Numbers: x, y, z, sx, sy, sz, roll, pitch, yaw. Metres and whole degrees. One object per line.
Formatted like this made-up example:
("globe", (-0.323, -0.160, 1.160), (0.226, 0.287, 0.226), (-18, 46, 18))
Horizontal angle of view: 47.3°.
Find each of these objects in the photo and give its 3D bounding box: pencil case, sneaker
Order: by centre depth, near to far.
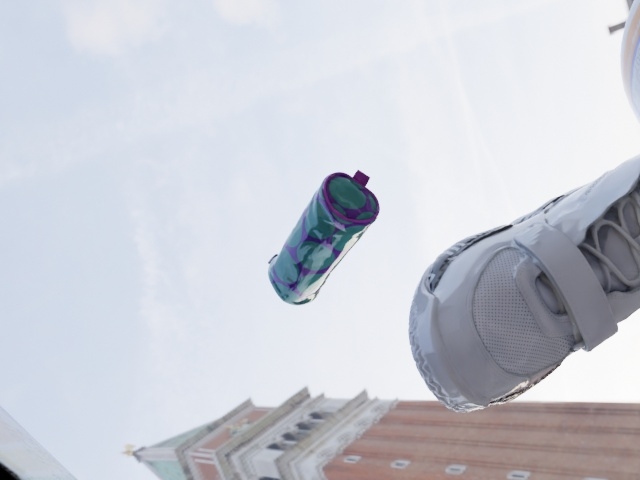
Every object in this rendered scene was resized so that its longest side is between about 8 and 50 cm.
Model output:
("sneaker", (0.238, 0.007, 0.608), (0.365, 0.210, 0.137), (-27, -97, -39))
("pencil case", (0.000, 0.000, 0.730), (0.064, 0.152, 0.070), (37, -135, 1))

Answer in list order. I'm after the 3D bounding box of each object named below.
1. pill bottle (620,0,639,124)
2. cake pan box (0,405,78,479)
("pill bottle", (0.221, -0.020, 0.265), (0.152, 0.152, 0.272), (41, -149, -30))
("cake pan box", (-0.199, 0.068, 0.272), (0.070, 0.266, 0.246), (-56, -42, -14))
